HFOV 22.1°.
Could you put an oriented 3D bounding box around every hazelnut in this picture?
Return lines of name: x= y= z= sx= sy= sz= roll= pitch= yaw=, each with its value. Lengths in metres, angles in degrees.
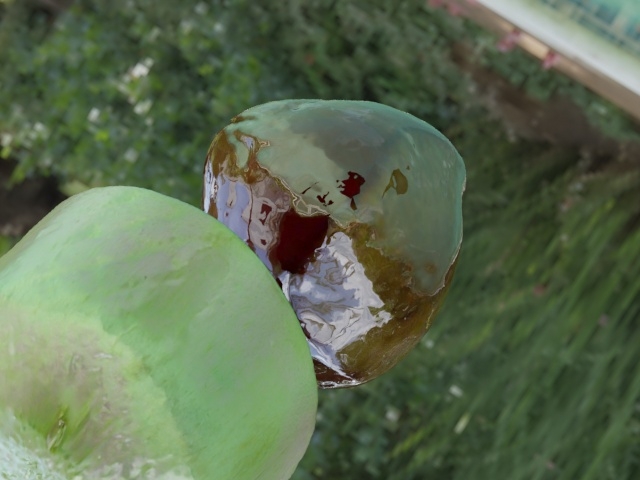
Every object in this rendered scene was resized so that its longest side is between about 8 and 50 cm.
hazelnut: x=0.000 y=0.000 z=1.273 sx=0.229 sy=0.229 sz=0.229 roll=32 pitch=-174 yaw=-4

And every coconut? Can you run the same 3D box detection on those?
coconut: x=-0.114 y=0.078 z=0.979 sx=0.235 sy=0.205 sz=0.236 roll=1 pitch=-146 yaw=-1
